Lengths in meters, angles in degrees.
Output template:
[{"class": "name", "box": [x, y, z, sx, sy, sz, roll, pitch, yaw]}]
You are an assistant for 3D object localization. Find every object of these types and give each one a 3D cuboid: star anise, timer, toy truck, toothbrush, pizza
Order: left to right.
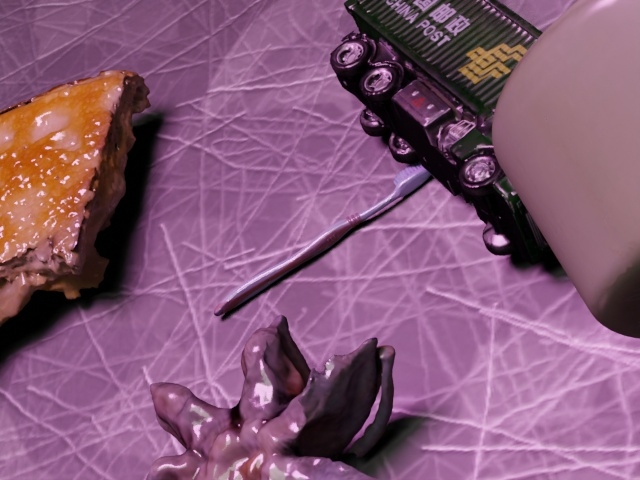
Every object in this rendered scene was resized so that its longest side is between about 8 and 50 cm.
[{"class": "pizza", "box": [-0.261, -0.006, 1.187, 0.323, 0.089, 0.223, -31, 48, 6]}, {"class": "star anise", "box": [-0.031, 0.154, 0.917, 0.229, 0.093, 0.236, -1, 56, 33]}, {"class": "toothbrush", "box": [0.000, 0.000, 1.067, 0.193, 0.013, 0.019, -35, 39, 5]}, {"class": "toy truck", "box": [0.106, -0.096, 1.017, 0.121, 0.088, 0.259, -37, 45, -6]}, {"class": "timer", "box": [0.270, 0.025, 0.734, 0.291, 0.291, 0.315, -24, 67, 16]}]
